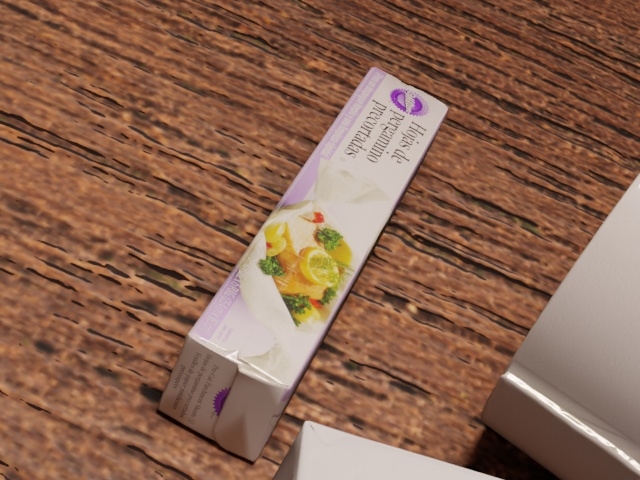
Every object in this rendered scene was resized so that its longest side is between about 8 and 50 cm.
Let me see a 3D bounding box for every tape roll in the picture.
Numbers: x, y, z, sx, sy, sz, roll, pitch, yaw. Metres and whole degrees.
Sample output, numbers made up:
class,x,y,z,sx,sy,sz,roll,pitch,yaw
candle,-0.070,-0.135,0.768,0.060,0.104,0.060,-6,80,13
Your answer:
class,x,y,z,sx,sy,sz,roll,pitch,yaw
tape roll,0.226,0.051,0.786,0.169,0.246,0.246,35,39,12

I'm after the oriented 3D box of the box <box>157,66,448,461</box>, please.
class,x,y,z,sx,sy,sz,roll,pitch,yaw
box,0.000,0.000,0.864,0.063,0.067,0.324,29,37,2

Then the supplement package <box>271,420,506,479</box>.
class,x,y,z,sx,sy,sz,roll,pitch,yaw
supplement package,0.052,0.236,0.556,0.204,0.145,0.262,18,38,-10
